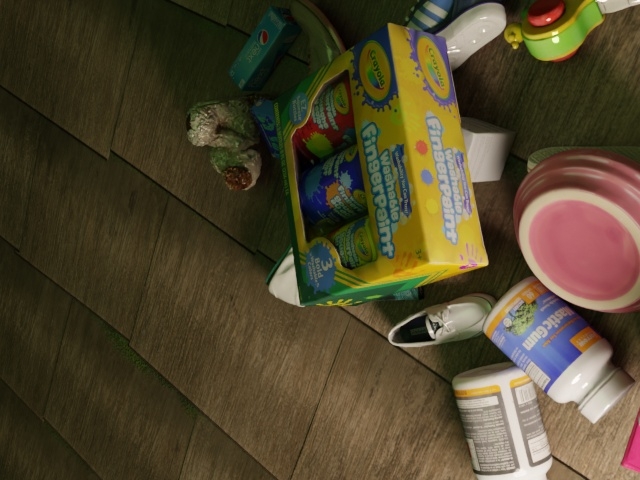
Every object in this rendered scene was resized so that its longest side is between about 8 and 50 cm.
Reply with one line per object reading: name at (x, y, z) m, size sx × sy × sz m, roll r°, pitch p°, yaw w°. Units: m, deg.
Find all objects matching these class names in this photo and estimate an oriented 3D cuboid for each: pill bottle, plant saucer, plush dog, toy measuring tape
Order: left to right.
plush dog at (-0.207, -0.234, 2.061) m, size 0.211 × 0.262 × 0.225 m, roll -10°, pitch 105°, yaw -2°
pill bottle at (0.370, 0.392, 1.679) m, size 0.162 × 0.162 × 0.278 m, roll -16°, pitch 85°, yaw 39°
pill bottle at (0.453, 0.209, 1.595) m, size 0.272 × 0.152 × 0.152 m, roll 45°, pitch 121°, yaw 25°
toy measuring tape at (0.479, -0.391, 1.515) m, size 0.330 × 0.121 × 0.121 m, roll -2°, pitch 94°, yaw 39°
plant saucer at (0.485, 0.000, 1.505) m, size 0.332 × 0.084 × 0.332 m, roll 28°, pitch 137°, yaw 29°

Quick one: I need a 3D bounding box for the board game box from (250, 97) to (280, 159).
board game box at (-0.049, -0.239, 1.948) m, size 0.210 × 0.047 × 0.160 m, roll 20°, pitch 150°, yaw 36°

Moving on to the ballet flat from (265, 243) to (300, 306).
ballet flat at (0.000, 0.000, 1.959) m, size 0.139 × 0.139 × 0.400 m, roll 46°, pitch 128°, yaw 25°

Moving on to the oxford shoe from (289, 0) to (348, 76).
oxford shoe at (0.008, -0.396, 1.868) m, size 0.130 × 0.123 × 0.348 m, roll -34°, pitch 72°, yaw 9°

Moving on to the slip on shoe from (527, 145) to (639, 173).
slip on shoe at (0.538, -0.105, 1.524) m, size 0.331 × 0.123 × 0.101 m, roll 8°, pitch 125°, yaw 37°

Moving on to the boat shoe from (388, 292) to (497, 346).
boat shoe at (0.258, 0.182, 1.791) m, size 0.258 × 0.084 × 0.095 m, roll -29°, pitch 78°, yaw 38°

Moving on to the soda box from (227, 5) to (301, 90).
soda box at (-0.134, -0.460, 2.030) m, size 0.067 × 0.071 × 0.210 m, roll 53°, pitch 124°, yaw 20°

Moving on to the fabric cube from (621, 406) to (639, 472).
fabric cube at (0.676, 0.268, 1.356) m, size 0.254 × 0.259 × 0.258 m, roll 22°, pitch 110°, yaw 33°

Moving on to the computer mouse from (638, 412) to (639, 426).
computer mouse at (0.569, 0.312, 1.261) m, size 0.193 × 0.042 × 0.106 m, roll 43°, pitch 127°, yaw 18°

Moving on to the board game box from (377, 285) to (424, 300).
board game box at (0.145, 0.074, 1.906) m, size 0.186 × 0.026 × 0.126 m, roll -3°, pitch 94°, yaw 39°

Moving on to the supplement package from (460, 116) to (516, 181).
supplement package at (0.288, -0.181, 1.658) m, size 0.105 × 0.179 × 0.105 m, roll 28°, pitch 111°, yaw 33°

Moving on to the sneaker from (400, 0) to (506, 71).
sneaker at (0.235, -0.480, 1.716) m, size 0.323 × 0.130 × 0.236 m, roll -26°, pitch 65°, yaw 47°

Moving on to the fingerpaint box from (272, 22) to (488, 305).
fingerpaint box at (0.094, -0.125, 1.608) m, size 0.371 × 0.163 × 0.444 m, roll -22°, pitch 72°, yaw 49°
